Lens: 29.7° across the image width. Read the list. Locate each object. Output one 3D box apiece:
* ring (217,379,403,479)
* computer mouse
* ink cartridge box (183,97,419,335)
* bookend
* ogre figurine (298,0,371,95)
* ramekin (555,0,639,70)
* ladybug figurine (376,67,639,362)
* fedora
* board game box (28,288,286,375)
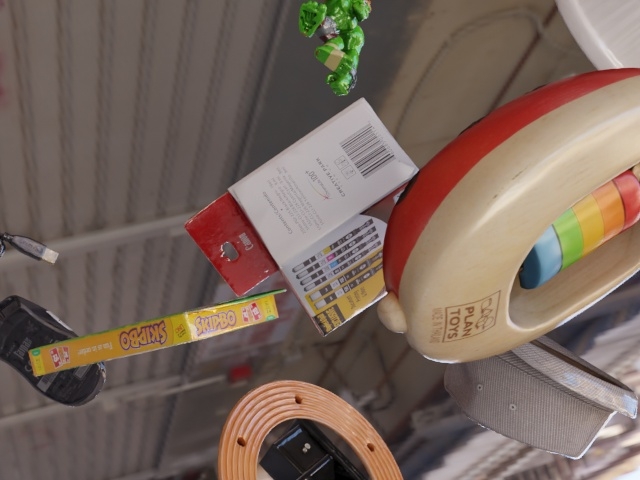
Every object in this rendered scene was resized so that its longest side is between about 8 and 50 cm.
[{"bbox_3d":[-0.007,0.351,1.673,0.032,0.337,0.336,-38,-118,38],"label":"ring"},{"bbox_3d":[-0.395,0.101,1.685,0.184,0.262,0.060,-60,-179,4],"label":"computer mouse"},{"bbox_3d":[0.000,0.000,1.559,0.130,0.272,0.309,55,-2,23],"label":"ink cartridge box"},{"bbox_3d":[-0.036,0.361,1.804,0.157,0.156,0.072,45,-49,15],"label":"bookend"},{"bbox_3d":[0.018,-0.336,1.851,0.097,0.118,0.197,-23,-63,39],"label":"ogre figurine"},{"bbox_3d":[0.439,-0.298,1.581,0.127,0.273,0.273,-39,-119,35],"label":"ramekin"},{"bbox_3d":[0.232,-0.040,1.262,0.162,0.449,0.305,46,-28,33],"label":"ladybug figurine"},{"bbox_3d":[0.245,0.175,1.468,0.275,0.244,0.124,31,-84,29],"label":"fedora"},{"bbox_3d":[-0.161,0.091,1.196,0.259,0.124,0.039,-18,-94,38],"label":"board game box"}]
